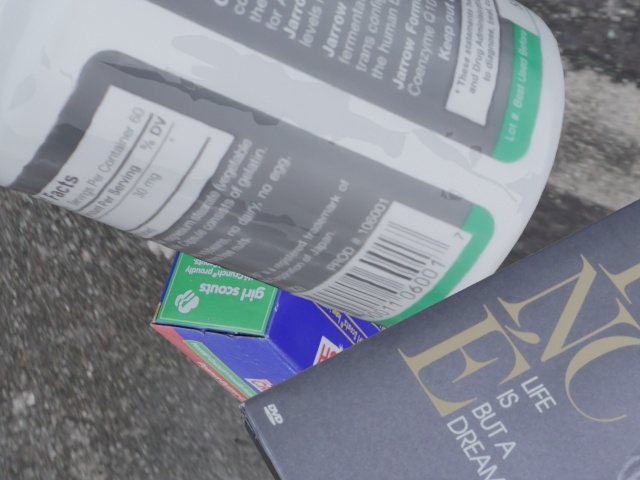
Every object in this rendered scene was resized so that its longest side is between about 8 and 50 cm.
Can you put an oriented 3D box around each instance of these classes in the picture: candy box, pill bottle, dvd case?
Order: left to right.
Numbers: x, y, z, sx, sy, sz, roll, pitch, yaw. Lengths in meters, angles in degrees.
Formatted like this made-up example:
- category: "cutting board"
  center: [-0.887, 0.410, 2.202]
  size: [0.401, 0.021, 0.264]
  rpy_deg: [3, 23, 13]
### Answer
- category: "pill bottle"
  center: [-0.070, -0.100, 0.724]
  size: [0.361, 0.204, 0.204]
  rpy_deg: [22, 94, -22]
- category: "candy box"
  center: [0.000, 0.000, 1.269]
  size: [0.268, 0.122, 0.317]
  rpy_deg: [51, 48, -52]
- category: "dvd case"
  center: [0.109, 0.065, 0.412]
  size: [0.221, 0.164, 0.018]
  rpy_deg: [-26, 149, -11]
